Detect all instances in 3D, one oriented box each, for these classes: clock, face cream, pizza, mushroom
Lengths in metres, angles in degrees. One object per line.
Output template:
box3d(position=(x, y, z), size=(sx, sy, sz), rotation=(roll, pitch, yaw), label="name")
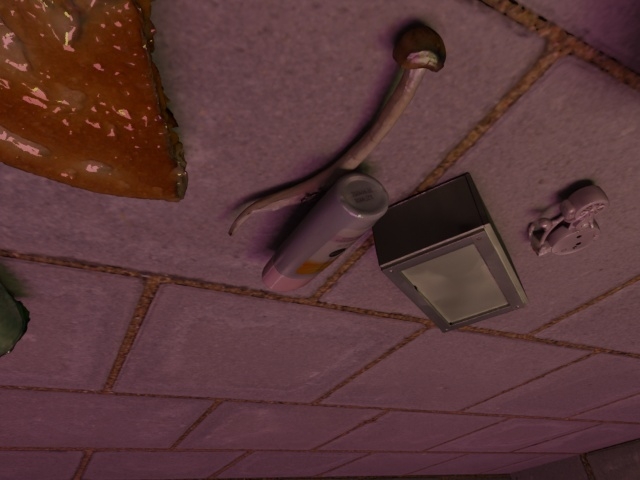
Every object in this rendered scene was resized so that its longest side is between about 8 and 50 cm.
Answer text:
box3d(position=(0.321, -0.020, 0.596), size=(0.087, 0.041, 0.129), rotation=(-15, 148, 6), label="clock")
box3d(position=(0.000, 0.000, 0.537), size=(0.084, 0.057, 0.198), rotation=(-15, 160, -35), label="face cream")
box3d(position=(-0.187, -0.133, 0.320), size=(0.289, 0.081, 0.228), rotation=(26, 140, -38), label="pizza")
box3d(position=(0.008, -0.083, 0.464), size=(0.068, 0.043, 0.306), rotation=(29, 133, -23), label="mushroom")

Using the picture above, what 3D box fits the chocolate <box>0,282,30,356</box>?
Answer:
box3d(position=(-0.438, 0.035, 0.506), size=(0.110, 0.110, 0.291), rotation=(-3, 142, -6), label="chocolate")

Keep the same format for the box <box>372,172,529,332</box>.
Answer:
box3d(position=(0.175, 0.030, 0.604), size=(0.129, 0.086, 0.225), rotation=(-24, 141, 22), label="box")
